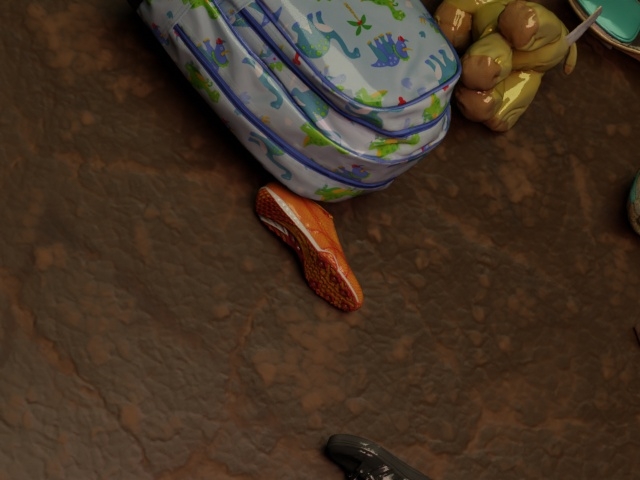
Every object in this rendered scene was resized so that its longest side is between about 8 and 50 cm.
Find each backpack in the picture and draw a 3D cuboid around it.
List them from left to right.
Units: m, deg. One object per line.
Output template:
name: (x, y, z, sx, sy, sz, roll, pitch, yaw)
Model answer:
backpack: (-0.012, -0.214, 1.661, 0.290, 0.273, 0.356, -26, 92, -46)

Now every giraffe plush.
giraffe plush: (0.206, -0.261, 1.805, 0.210, 0.181, 0.170, -38, 63, -18)

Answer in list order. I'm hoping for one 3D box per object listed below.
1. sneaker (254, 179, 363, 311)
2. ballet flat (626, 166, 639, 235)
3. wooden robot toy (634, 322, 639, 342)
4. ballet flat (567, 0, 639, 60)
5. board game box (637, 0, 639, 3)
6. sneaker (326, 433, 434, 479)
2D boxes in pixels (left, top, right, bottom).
sneaker: (0.000, 0.000, 1.669, 0.067, 0.064, 0.175, -30, 84, -37)
ballet flat: (0.520, 0.029, 1.806, 0.348, 0.123, 0.123, 34, 62, 2)
wooden robot toy: (0.468, 0.093, 1.787, 0.173, 0.079, 0.076, 5, 68, -18)
ballet flat: (0.405, -0.256, 1.912, 0.232, 0.073, 0.080, 32, 66, 2)
board game box: (0.548, -0.354, 1.961, 0.291, 0.141, 0.232, 31, 62, -6)
sneaker: (0.071, 0.280, 1.585, 0.170, 0.051, 0.089, 30, 58, -10)
